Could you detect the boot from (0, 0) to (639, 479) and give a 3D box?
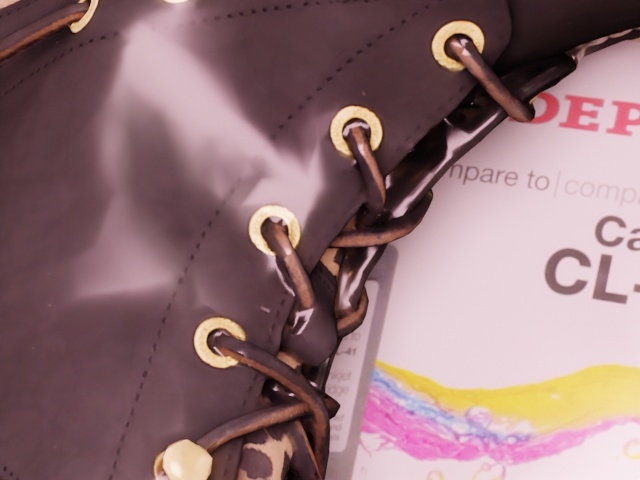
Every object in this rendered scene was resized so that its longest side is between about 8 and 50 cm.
[{"bbox_3d":[0.000,0.000,0.591,0.377,0.138,0.284,-2,69,23],"label":"boot"}]

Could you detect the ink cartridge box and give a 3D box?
[{"bbox_3d":[0.052,0.083,0.696,0.226,0.131,0.306,9,76,19],"label":"ink cartridge box"}]
